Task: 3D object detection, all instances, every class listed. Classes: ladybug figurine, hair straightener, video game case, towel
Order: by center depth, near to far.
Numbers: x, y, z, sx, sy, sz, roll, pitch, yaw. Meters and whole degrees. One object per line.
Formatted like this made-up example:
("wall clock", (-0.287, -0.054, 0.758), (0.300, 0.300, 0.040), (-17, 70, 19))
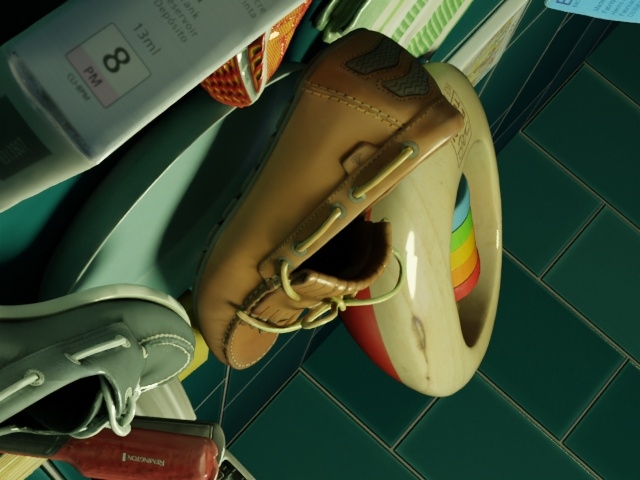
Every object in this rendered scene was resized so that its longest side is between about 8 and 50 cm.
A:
("hair straightener", (-0.182, 0.144, 0.797), (0.089, 0.230, 0.047), (-58, 149, -83))
("towel", (0.119, -0.271, 0.991), (0.248, 0.038, 0.325), (-52, 169, 17))
("ladybug figurine", (0.099, -0.011, 1.246), (0.449, 0.162, 0.305), (75, 30, -43))
("video game case", (0.205, -0.240, 1.601), (0.227, 0.026, 0.206), (-46, 171, -14))

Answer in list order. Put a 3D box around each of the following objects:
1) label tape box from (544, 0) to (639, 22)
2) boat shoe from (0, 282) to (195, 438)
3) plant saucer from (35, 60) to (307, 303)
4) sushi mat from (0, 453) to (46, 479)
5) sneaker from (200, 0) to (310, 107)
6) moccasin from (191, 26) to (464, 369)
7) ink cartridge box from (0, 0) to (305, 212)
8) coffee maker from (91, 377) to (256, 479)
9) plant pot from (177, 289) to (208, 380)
("label tape box", (0.256, -0.375, 0.815), (0.249, 0.115, 0.347), (112, -17, -66))
("boat shoe", (-0.173, 0.097, 0.707), (0.116, 0.099, 0.319), (-43, 160, 18))
("plant saucer", (-0.115, -0.024, 0.873), (0.317, 0.044, 0.317), (-48, 171, -10))
("sushi mat", (-0.365, 0.277, 1.029), (0.316, 0.019, 0.151), (-43, 169, -37))
("sneaker", (-0.033, -0.158, 0.682), (0.175, 0.064, 0.067), (-51, -167, 50))
("moccasin", (0.002, -0.001, 0.919), (0.139, 0.147, 0.380), (-39, 168, -49))
("ink cartridge box", (-0.065, -0.098, 0.488), (0.232, 0.066, 0.189), (-47, -163, -28))
("coffee maker", (-0.154, 0.187, 0.989), (0.120, 0.178, 0.171), (-33, -179, -22))
("plant pot", (-0.152, 0.082, 1.047), (0.081, 0.081, 0.083), (-39, 157, -49))
